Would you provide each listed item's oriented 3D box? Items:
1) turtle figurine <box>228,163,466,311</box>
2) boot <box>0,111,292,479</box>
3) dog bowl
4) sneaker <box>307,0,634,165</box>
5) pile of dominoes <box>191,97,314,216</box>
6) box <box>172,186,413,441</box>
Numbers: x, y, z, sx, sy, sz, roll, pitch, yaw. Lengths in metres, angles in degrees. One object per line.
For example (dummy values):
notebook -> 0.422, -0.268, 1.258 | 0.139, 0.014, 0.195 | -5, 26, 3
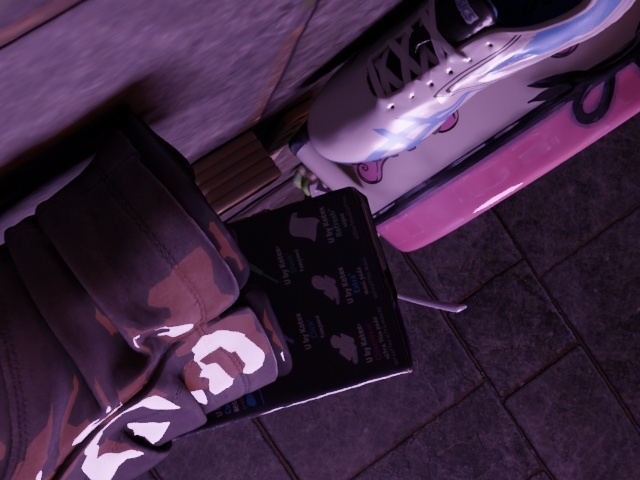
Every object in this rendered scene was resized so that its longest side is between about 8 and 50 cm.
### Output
turtle figurine -> 0.000, 0.000, 1.248 | 0.266, 0.274, 0.198 | -29, 147, 18
boot -> -0.107, 0.114, 0.488 | 0.223, 0.118, 0.338 | -31, 145, -17
dog bowl -> 0.177, -0.140, 0.901 | 0.408, 0.150, 0.408 | -33, 180, 0
sneaker -> 0.079, -0.124, 0.589 | 0.237, 0.085, 0.086 | -30, 156, 28
pile of dominoes -> -0.097, -0.023, 0.782 | 0.196, 0.040, 0.251 | -34, 180, -16
box -> -0.075, 0.065, 0.758 | 0.270, 0.143, 0.165 | -18, 178, 5
